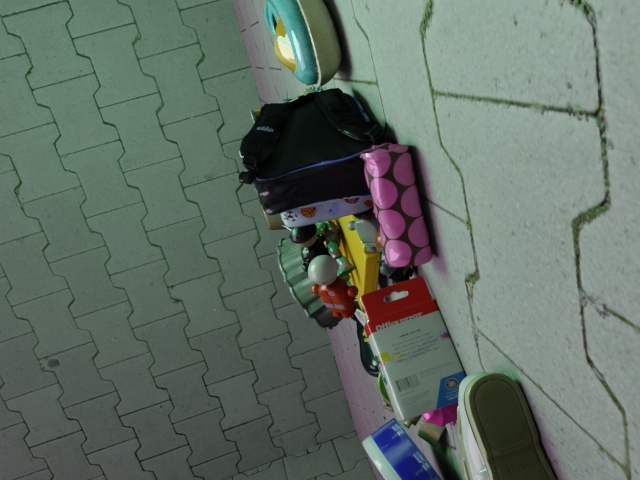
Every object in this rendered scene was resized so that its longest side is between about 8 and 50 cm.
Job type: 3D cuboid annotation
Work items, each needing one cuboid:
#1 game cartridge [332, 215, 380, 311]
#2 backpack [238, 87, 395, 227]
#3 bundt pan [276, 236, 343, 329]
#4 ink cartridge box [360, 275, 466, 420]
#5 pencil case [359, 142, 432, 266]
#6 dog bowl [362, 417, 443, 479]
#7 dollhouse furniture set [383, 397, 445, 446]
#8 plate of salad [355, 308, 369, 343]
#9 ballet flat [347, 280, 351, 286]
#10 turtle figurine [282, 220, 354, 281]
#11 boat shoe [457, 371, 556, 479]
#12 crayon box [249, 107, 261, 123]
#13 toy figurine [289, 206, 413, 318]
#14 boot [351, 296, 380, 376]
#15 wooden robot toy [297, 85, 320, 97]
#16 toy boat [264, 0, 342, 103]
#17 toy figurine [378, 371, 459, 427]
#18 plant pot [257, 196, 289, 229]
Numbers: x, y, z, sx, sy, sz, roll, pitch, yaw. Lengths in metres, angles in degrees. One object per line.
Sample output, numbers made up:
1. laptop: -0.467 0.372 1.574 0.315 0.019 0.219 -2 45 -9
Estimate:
1. game cartridge: 0.080 -0.023 1.457 0.285 0.052 0.324 87 165 -56
2. backpack: -0.007 -0.169 1.104 0.213 0.276 0.264 79 -177 -47
3. bundt pan: 0.010 0.106 1.791 0.331 0.124 0.331 49 -159 -27
4. ink cartridge box: 0.167 0.197 1.048 0.078 0.134 0.231 91 161 -72
5. pencil case: 0.123 -0.060 0.945 0.098 0.095 0.210 -81 -21 -69
6. dog bowl: 0.221 0.570 1.386 0.265 0.104 0.265 52 174 8
7. dollhouse furniture set: 0.245 0.379 1.356 0.151 0.123 0.144 31 155 22
8. plate of salad: 0.150 0.252 1.459 0.200 0.048 0.200 45 169 11
9. ballet flat: 0.040 0.045 1.656 0.077 0.077 0.231 -47 63 52
10. turtle figurine: 0.000 0.000 1.456 0.234 0.118 0.175 57 -179 17
11. boat shoe: 0.261 0.334 0.788 0.103 0.113 0.303 98 164 -78
12. crayon box: -0.149 -0.370 2.064 0.323 0.083 0.203 -30 -78 -80
13. toy figurine: 0.060 0.021 1.132 0.148 0.209 0.213 63 180 -35
14. boot: 0.131 0.241 1.628 0.246 0.094 0.207 -107 -1 -61
15. wooden robot toy: -0.021 -0.344 1.460 0.079 0.076 0.173 53 -175 -17
16. toy boat: -0.046 -0.379 1.218 0.318 0.148 0.268 81 169 -52
17. toy figurine: 0.219 0.319 1.139 0.173 0.130 0.159 51 174 -26
18. plant pot: -0.073 -0.136 1.756 0.263 0.229 0.263 162 90 -85
